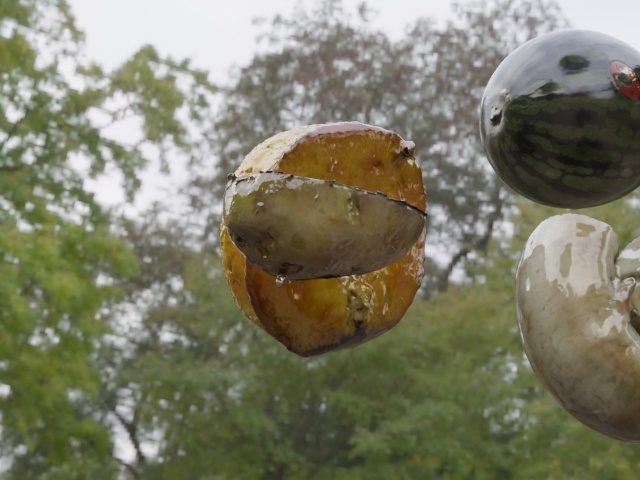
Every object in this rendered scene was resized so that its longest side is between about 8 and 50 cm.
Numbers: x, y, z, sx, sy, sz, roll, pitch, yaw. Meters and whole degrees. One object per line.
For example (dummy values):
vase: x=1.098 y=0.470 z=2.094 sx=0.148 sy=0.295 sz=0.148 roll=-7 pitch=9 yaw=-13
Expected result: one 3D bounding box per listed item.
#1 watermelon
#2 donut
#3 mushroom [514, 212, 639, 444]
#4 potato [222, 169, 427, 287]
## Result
watermelon: x=0.285 y=-0.137 z=1.265 sx=0.212 sy=0.212 sz=0.212 roll=8 pitch=-22 yaw=3
donut: x=0.008 y=-0.004 z=1.111 sx=0.118 sy=0.253 sz=0.253 roll=11 pitch=-17 yaw=40
mushroom: x=0.304 y=0.091 z=1.033 sx=0.254 sy=0.189 sz=0.195 roll=18 pitch=-27 yaw=-17
potato: x=0.000 y=0.000 z=0.909 sx=0.172 sy=0.089 sz=0.100 roll=11 pitch=-8 yaw=0
